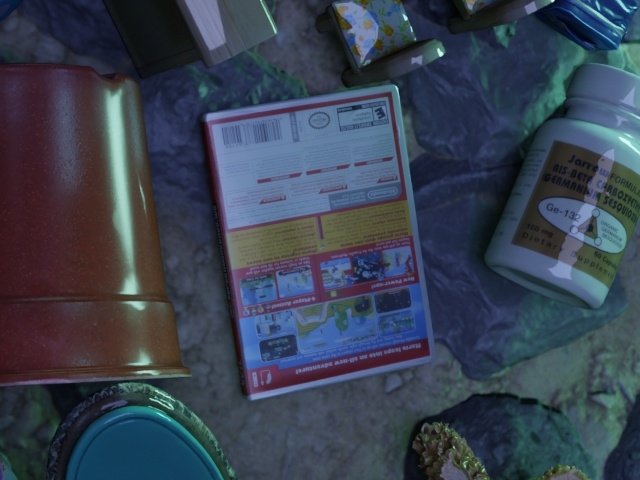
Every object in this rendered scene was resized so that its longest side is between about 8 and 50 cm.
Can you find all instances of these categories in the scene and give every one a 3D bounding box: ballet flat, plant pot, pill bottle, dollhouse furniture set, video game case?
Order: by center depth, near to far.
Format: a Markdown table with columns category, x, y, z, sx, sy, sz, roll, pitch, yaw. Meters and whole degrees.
| category | x | y | z | sx | sy | sz | roll | pitch | yaw |
| --- | --- | --- | --- | --- | --- | --- | --- | --- | --- |
| plant pot | -0.253 | -0.006 | 1.291 | 0.272 | 0.272 | 0.265 | -1 | 84 | -19 |
| ballet flat | -0.126 | 0.290 | 1.348 | 0.164 | 0.182 | 0.483 | -27 | 120 | -5 |
| dollhouse furniture set | -0.001 | -0.311 | 1.351 | 0.394 | 0.256 | 0.362 | -29 | 101 | -15 |
| video game case | 0.000 | 0.000 | 1.472 | 0.204 | 0.025 | 0.285 | -10 | 96 | -18 |
| pill bottle | 0.268 | -0.057 | 1.519 | 0.131 | 0.131 | 0.229 | 25 | 84 | -18 |

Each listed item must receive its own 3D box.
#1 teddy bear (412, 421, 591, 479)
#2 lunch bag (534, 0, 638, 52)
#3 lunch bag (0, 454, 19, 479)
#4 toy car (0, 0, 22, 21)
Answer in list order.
| category | x | y | z | sx | sy | sz | roll | pitch | yaw |
| --- | --- | --- | --- | --- | --- | --- | --- | --- | --- |
| teddy bear | 0.115 | 0.314 | 1.509 | 0.338 | 0.113 | 0.245 | -29 | 94 | -8 |
| lunch bag | 0.278 | -0.236 | 1.548 | 0.098 | 0.067 | 0.065 | 31 | 83 | -19 |
| lunch bag | -0.372 | 0.294 | 1.287 | 0.262 | 0.160 | 0.223 | -33 | 95 | 20 |
| toy car | -0.272 | -0.344 | 1.323 | 0.219 | 0.210 | 0.238 | 53 | 48 | 0 |
